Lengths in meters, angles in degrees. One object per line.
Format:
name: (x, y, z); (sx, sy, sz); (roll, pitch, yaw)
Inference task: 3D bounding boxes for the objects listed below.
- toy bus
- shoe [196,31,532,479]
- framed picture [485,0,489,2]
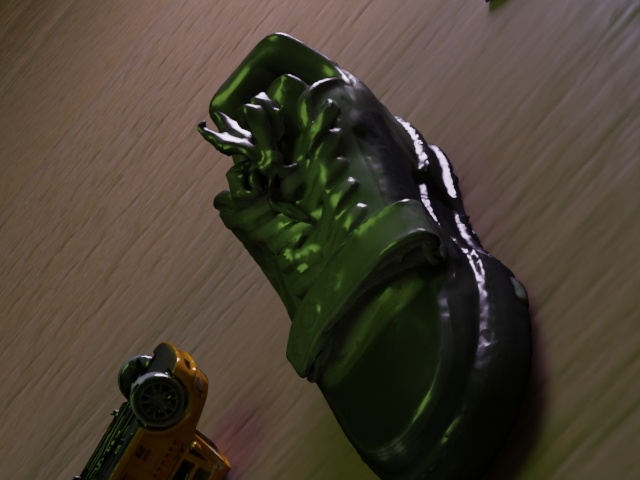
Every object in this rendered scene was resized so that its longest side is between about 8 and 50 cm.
toy bus: (-0.103, 0.139, 0.832); (0.162, 0.074, 0.069); (-59, 15, -3)
shoe: (0.001, -0.002, 0.721); (0.109, 0.149, 0.293); (-47, 23, 18)
framed picture: (0.163, -0.235, 0.889); (0.183, 0.011, 0.142); (-36, 30, 39)
